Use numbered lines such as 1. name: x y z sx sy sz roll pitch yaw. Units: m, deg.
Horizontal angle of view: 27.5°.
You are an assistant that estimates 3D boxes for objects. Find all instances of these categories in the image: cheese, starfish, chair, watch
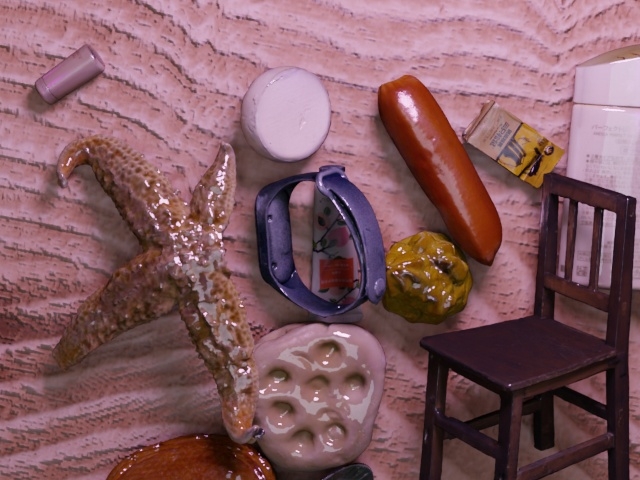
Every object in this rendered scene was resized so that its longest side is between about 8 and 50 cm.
1. cheese: -0.012 0.211 1.865 0.218 0.117 0.235 35 98 -5
2. starfish: -0.234 0.064 1.810 0.323 0.082 0.432 -2 92 12
3. chair: 0.274 0.143 1.761 0.240 0.203 0.416 -11 108 -27
4. watch: 0.000 0.000 1.810 0.193 0.068 0.206 9 109 31

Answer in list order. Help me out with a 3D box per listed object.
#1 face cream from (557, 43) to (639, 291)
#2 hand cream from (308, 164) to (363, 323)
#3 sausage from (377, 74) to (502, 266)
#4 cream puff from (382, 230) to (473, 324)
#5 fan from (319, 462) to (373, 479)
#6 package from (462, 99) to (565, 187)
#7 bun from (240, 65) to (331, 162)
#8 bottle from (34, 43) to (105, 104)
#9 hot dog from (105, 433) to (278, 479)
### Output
1. face cream: 0.432 -0.105 1.844 0.173 0.081 0.349 2 99 -1
2. hand cream: 0.018 0.009 1.874 0.080 0.050 0.234 -3 105 -5
3. sausage: 0.174 -0.098 1.836 0.083 0.089 0.300 -33 99 -3
4. cream puff: 0.148 0.056 1.847 0.146 0.116 0.146 0 96 1
5. fan: -0.011 0.388 1.849 0.223 0.294 0.012 -43 55 -16
6. package: 0.272 -0.137 1.853 0.131 0.047 0.071 32 94 -8
7. bun: -0.060 -0.176 1.817 0.138 0.094 0.138 -9 105 -39
8. bottle: -0.350 -0.231 1.822 0.096 0.045 0.045 -33 98 5
9. hot dog: -0.187 0.385 1.882 0.272 0.122 0.196 -11 104 9
